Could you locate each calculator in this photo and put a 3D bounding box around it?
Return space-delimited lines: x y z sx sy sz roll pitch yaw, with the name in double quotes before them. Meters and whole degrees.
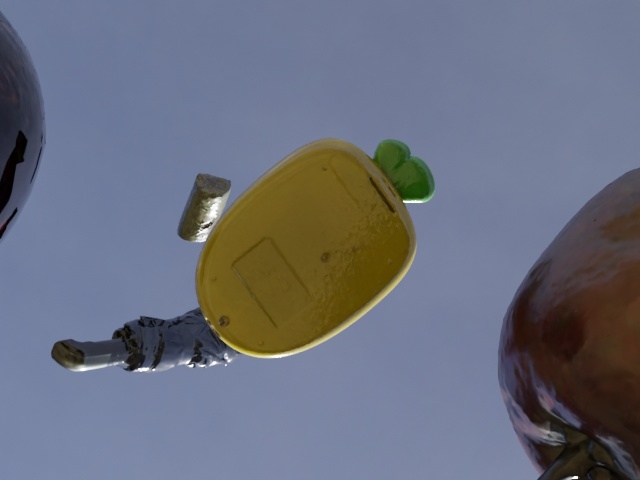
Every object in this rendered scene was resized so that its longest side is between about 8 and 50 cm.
"calculator" 0.000 0.000 1.291 0.146 0.235 0.032 54 -16 -12

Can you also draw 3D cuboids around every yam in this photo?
"yam" -0.126 -0.034 1.674 0.043 0.043 0.094 39 -45 16

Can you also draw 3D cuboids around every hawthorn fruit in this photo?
"hawthorn fruit" 0.254 0.100 1.151 0.268 0.301 0.268 46 -14 15

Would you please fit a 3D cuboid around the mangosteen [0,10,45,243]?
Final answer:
"mangosteen" -0.351 -0.114 1.102 0.306 0.307 0.347 11 -72 29

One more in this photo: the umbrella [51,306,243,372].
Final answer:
"umbrella" -0.166 0.110 1.574 0.071 0.248 0.071 8 -77 41
